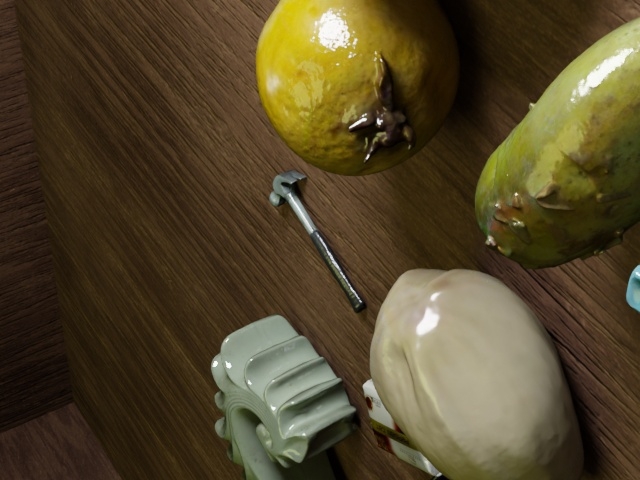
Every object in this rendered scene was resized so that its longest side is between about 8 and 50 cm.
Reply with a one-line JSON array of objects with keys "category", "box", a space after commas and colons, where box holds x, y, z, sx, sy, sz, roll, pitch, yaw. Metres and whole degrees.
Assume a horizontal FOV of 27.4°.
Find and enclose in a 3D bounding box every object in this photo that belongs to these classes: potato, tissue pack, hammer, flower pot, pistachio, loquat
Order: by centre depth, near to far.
[{"category": "potato", "box": [0.259, -0.085, 1.193, 0.141, 0.176, 0.298, 57, 132, 19]}, {"category": "loquat", "box": [0.043, -0.187, 1.471, 0.244, 0.244, 0.243, 46, 148, 40]}, {"category": "pistachio", "box": [0.188, 0.177, 1.525, 0.331, 0.208, 0.226, 54, -160, -3]}, {"category": "tissue pack", "box": [0.138, 0.241, 1.790, 0.149, 0.099, 0.106, 15, 123, 62]}, {"category": "hammer", "box": [0.000, 0.000, 1.965, 0.246, 0.029, 0.103, 57, 155, 19]}, {"category": "flower pot", "box": [-0.066, 0.322, 2.216, 0.254, 0.165, 0.367, 43, 146, 34]}]

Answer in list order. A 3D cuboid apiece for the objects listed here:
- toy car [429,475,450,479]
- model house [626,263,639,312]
[{"category": "toy car", "box": [0.168, 0.425, 1.815, 0.172, 0.158, 0.235, 57, 156, 22]}, {"category": "model house", "box": [0.325, 0.049, 1.065, 0.226, 0.241, 0.261, 38, 143, 45]}]
